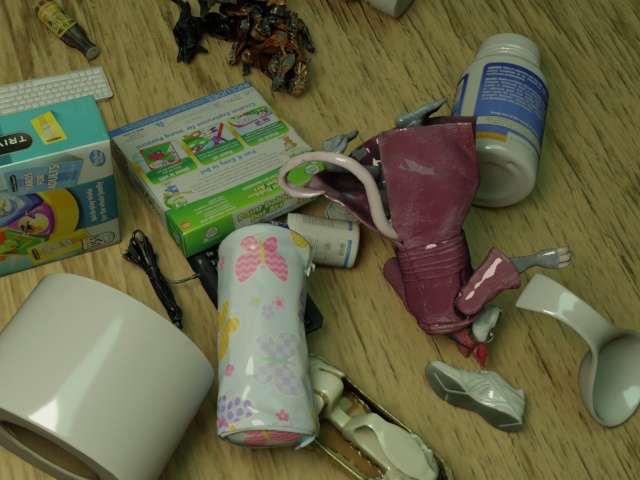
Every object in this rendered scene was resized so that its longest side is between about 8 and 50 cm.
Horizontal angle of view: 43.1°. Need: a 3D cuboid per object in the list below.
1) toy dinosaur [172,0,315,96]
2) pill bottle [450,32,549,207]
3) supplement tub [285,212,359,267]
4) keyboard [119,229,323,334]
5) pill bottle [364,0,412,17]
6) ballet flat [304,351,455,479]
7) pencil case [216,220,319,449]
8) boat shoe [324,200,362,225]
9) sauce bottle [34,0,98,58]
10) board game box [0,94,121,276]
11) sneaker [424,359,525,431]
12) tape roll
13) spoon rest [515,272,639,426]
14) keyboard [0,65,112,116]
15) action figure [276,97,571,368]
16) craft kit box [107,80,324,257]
[{"bbox_3d":[-0.129,-0.376,1.371,0.218,0.164,0.322,-7,42,-30],"label":"toy dinosaur"},{"bbox_3d":[0.288,-0.202,1.313,0.152,0.152,0.272,18,59,0],"label":"pill bottle"},{"bbox_3d":[0.000,0.000,1.192,0.107,0.071,0.071,9,59,-5],"label":"supplement tub"},{"bbox_3d":[-0.153,0.036,1.136,0.202,0.033,0.317,-23,56,-22],"label":"keyboard"},{"bbox_3d":[0.018,-0.556,1.440,0.361,0.204,0.204,30,60,8],"label":"pill bottle"},{"bbox_3d":[0.032,0.231,1.038,0.348,0.123,0.123,39,61,13],"label":"ballet flat"},{"bbox_3d":[-0.066,0.117,0.996,0.124,0.113,0.273,14,60,-29],"label":"pencil case"},{"bbox_3d":[0.098,-0.098,1.262,0.083,0.076,0.226,36,61,11],"label":"boat shoe"},{"bbox_3d":[-0.415,-0.347,1.335,0.128,0.042,0.042,40,61,14],"label":"sauce bottle"},{"bbox_3d":[-0.433,-0.040,1.031,0.336,0.254,0.079,-18,65,-19],"label":"board game box"},{"bbox_3d":[0.215,0.205,1.127,0.152,0.053,0.061,30,50,1],"label":"sneaker"},{"bbox_3d":[-0.268,0.175,0.941,0.246,0.246,0.169,25,60,5],"label":"tape roll"},{"bbox_3d":[0.373,0.152,1.096,0.276,0.084,0.137,43,76,-29],"label":"spoon rest"},{"bbox_3d":[-0.461,-0.223,1.271,0.256,0.014,0.072,-17,64,-19],"label":"keyboard"},{"bbox_3d":[0.154,0.009,1.088,0.276,0.248,0.370,-26,99,-46],"label":"action figure"},{"bbox_3d":[-0.150,-0.117,1.210,0.250,0.061,0.246,-25,52,-23],"label":"craft kit box"}]
